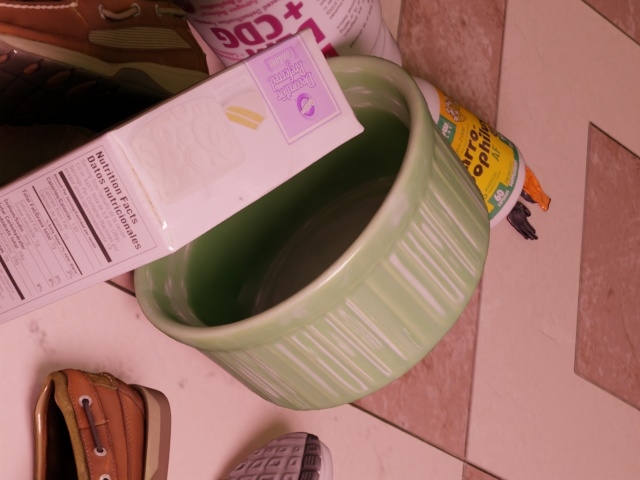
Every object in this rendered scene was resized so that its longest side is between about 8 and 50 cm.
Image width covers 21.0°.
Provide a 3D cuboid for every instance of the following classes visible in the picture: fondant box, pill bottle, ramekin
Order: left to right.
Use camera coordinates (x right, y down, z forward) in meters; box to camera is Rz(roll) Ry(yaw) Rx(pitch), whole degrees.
[{"bbox_3d":[-0.163,-0.032,1.311,0.238,0.330,0.096,-35,101,-48],"label":"fondant box"},{"bbox_3d":[-0.040,-0.228,1.597,0.283,0.160,0.160,49,43,-48],"label":"pill bottle"},{"bbox_3d":[0.000,0.000,1.501,0.148,0.303,0.303,46,47,-34],"label":"ramekin"},{"bbox_3d":[0.103,-0.097,1.771,0.208,0.117,0.118,31,54,-34],"label":"pill bottle"}]

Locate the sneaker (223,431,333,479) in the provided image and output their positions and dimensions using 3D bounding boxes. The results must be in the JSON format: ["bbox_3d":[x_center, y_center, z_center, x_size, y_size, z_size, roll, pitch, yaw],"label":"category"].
[{"bbox_3d":[-0.039,0.312,1.493,0.129,0.111,0.297,36,60,-47],"label":"sneaker"}]

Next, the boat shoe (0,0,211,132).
[{"bbox_3d":[-0.205,-0.160,1.394,0.324,0.122,0.120,8,68,-61],"label":"boat shoe"}]

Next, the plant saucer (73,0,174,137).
[{"bbox_3d":[-0.225,-0.191,1.519,0.188,0.045,0.188,39,51,-29],"label":"plant saucer"}]

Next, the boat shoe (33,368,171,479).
[{"bbox_3d":[-0.188,0.249,1.356,0.104,0.110,0.307,21,51,-35],"label":"boat shoe"}]

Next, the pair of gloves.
[{"bbox_3d":[0.231,-0.045,1.963,0.074,0.010,0.083,46,48,-24],"label":"pair of gloves"}]
